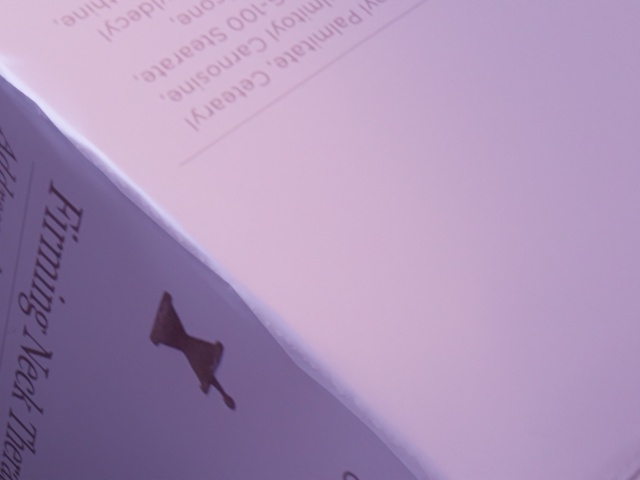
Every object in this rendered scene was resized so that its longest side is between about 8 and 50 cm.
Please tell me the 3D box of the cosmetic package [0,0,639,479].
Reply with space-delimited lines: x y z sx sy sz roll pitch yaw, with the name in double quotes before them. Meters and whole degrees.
"cosmetic package" 0.000 0.000 0.758 0.394 0.329 0.327 42 53 16
